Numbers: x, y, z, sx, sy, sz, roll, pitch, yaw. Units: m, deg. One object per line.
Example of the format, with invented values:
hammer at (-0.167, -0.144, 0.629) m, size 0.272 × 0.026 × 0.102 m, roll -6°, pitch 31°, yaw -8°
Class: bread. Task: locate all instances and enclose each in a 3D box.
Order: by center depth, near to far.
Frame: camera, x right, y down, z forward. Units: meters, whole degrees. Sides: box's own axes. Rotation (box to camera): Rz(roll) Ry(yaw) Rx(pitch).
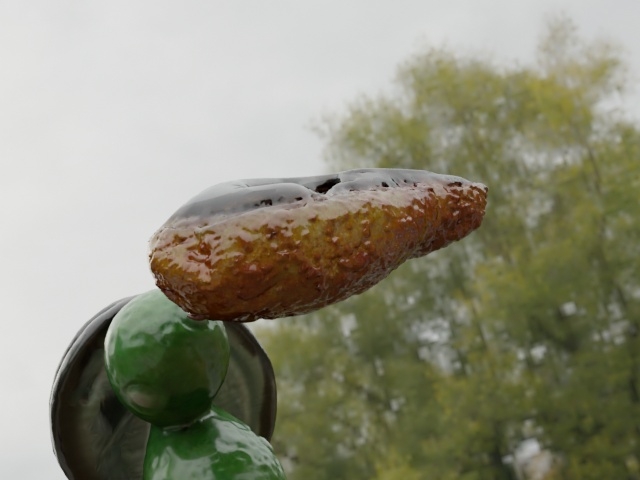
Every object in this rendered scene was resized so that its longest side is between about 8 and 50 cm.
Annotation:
bread at (0.004, 0.000, 1.006) m, size 0.139 × 0.095 × 0.269 m, roll 2°, pitch 5°, yaw 41°

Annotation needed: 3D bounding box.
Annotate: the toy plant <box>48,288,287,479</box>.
toy plant at (-0.107, 0.136, 1.117) m, size 0.175 × 0.218 × 0.235 m, roll -20°, pitch 11°, yaw -16°
